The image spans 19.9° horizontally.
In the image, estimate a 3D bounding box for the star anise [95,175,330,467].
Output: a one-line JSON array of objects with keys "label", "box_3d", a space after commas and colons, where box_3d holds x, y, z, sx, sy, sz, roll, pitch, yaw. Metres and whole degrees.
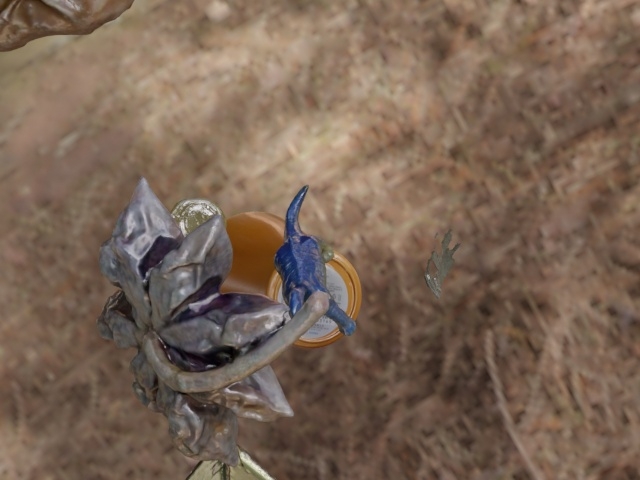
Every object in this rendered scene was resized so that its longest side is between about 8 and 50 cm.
[{"label": "star anise", "box_3d": [-0.094, 0.064, 1.332, 0.081, 0.230, 0.262, -19, 11, -35]}]

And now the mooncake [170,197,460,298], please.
[{"label": "mooncake", "box_3d": [0.008, 0.002, 1.820, 0.057, 0.347, 0.150, 16, 79, 57]}]

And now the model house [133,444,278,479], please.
[{"label": "model house", "box_3d": [-0.100, 0.288, 1.867, 0.218, 0.205, 0.278, -50, 49, 11]}]

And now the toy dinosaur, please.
[{"label": "toy dinosaur", "box_3d": [-0.026, 0.017, 2.084, 0.075, 0.188, 0.247, -15, 61, 9]}]

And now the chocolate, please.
[{"label": "chocolate", "box_3d": [-0.284, -0.247, 1.674, 0.214, 0.148, 0.093, -9, 25, 28]}]

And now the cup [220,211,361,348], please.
[{"label": "cup", "box_3d": [-0.070, 0.075, 2.413, 0.226, 0.182, 0.264, -43, 19, -12]}]
